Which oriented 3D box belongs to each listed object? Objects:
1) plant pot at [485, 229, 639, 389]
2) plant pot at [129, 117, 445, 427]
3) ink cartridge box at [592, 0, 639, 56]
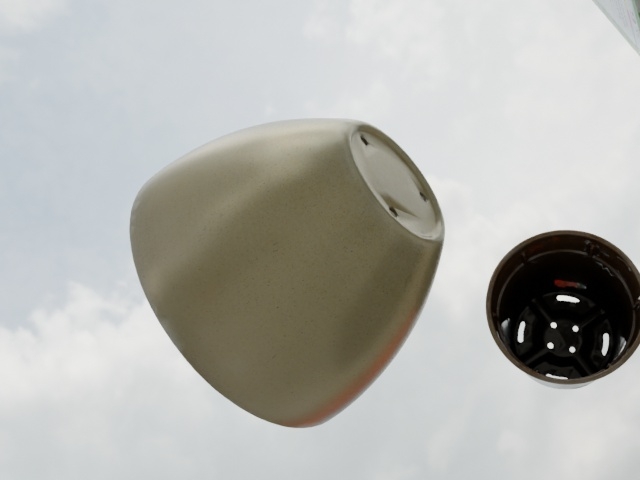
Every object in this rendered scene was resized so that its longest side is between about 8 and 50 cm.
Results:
[{"bbox_3d":[0.273,0.094,1.079,0.167,0.167,0.165,-46,-23,-5],"label":"plant pot"},{"bbox_3d":[0.000,0.000,0.873,0.191,0.284,0.284,-36,-38,27],"label":"plant pot"},{"bbox_3d":[0.241,-0.171,0.613,0.109,0.209,0.062,-22,-60,11],"label":"ink cartridge box"}]
